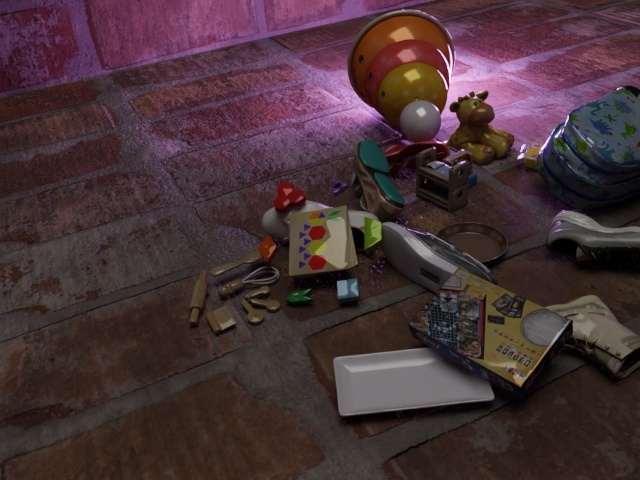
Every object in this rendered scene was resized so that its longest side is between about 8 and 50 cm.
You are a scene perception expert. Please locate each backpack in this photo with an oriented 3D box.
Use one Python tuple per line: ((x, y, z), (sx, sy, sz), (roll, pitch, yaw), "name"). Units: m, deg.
((0.714, -0.228, 1.654), (0.355, 0.273, 0.290), (-27, 71, -8), "backpack")

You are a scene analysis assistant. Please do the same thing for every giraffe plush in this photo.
((0.454, -0.342, 1.925), (0.210, 0.171, 0.181), (15, 39, 28), "giraffe plush")

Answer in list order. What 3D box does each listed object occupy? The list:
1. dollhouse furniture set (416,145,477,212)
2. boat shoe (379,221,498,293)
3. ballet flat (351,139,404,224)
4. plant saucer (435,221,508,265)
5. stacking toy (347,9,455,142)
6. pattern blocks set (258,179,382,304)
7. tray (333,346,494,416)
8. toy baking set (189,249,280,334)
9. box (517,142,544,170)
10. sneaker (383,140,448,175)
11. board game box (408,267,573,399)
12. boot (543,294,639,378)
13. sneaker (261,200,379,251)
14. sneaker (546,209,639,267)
((0.361, -0.183, 1.736), (0.183, 0.129, 0.129), (-26, 39, -28), "dollhouse furniture set")
((0.250, 0.036, 1.443), (0.102, 0.108, 0.301), (-27, 41, -30), "boat shoe")
((0.131, -0.151, 1.738), (0.107, 0.106, 0.316), (22, 31, -23), "ballet flat")
((0.347, 0.013, 1.533), (0.168, 0.029, 0.168), (-3, 33, 2), "plant saucer")
((0.271, -0.454, 1.986), (0.350, 0.351, 0.480), (-5, 38, 1), "stacking toy")
((0.000, 0.000, 1.494), (0.285, 0.026, 0.325), (-1, 58, 16), "pattern blocks set")
((0.162, 0.256, 1.191), (0.270, 0.030, 0.145), (-6, 32, 0), "tray")
((-0.188, 0.114, 1.464), (0.196, 0.030, 0.256), (-1, 39, -4), "toy baking set")
((0.646, -0.227, 1.841), (0.179, 0.043, 0.105), (12, 37, 21), "box")
((0.256, -0.252, 1.867), (0.221, 0.087, 0.128), (-9, 27, 22), "sneaker")
((0.306, 0.161, 1.207), (0.243, 0.042, 0.165), (28, 62, 39), "board game box")
((0.477, 0.189, 1.206), (0.213, 0.077, 0.165), (-17, 37, -17), "boot")
((-0.007, -0.024, 1.570), (0.290, 0.106, 0.123), (2, 32, 9), "sneaker")
((0.625, 0.021, 1.433), (0.271, 0.100, 0.108), (17, 53, 36), "sneaker")
